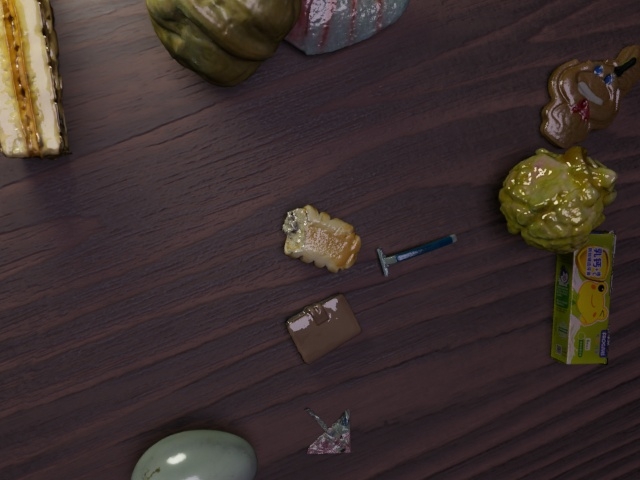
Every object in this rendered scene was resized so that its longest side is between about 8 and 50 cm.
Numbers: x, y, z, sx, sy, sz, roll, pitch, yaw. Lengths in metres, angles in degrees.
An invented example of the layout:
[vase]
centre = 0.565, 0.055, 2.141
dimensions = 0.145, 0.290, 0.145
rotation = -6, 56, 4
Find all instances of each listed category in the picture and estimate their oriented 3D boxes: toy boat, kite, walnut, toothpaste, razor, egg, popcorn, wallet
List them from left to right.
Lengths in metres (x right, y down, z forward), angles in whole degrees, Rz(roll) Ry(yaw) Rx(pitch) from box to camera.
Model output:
[egg]
centre = -0.259, 0.486, 1.463
dimensions = 0.264, 0.183, 0.182
rotation = -11, 98, -17
[walnut]
centre = -0.189, -0.453, 1.345
dimensions = 0.282, 0.253, 0.277
rotation = -42, 97, 3
[wallet]
centre = 0.006, 0.193, 1.569
dimensions = 0.153, 0.039, 0.118
rotation = -27, 103, -13
[kite]
centre = 0.018, 0.436, 1.611
dimensions = 0.139, 0.011, 0.156
rotation = -43, 103, -8
[toy boat]
centre = 0.049, -0.488, 1.484
dimensions = 0.282, 0.096, 0.206
rotation = 3, 100, -14
[razor]
centre = 0.226, 0.023, 1.603
dimensions = 0.191, 0.037, 0.068
rotation = -17, 98, -11
[popcorn]
centre = 0.532, -0.085, 1.569
dimensions = 0.259, 0.259, 0.212
rotation = -48, 139, -5
[toothpaste]
centre = 0.627, 0.136, 1.686
dimensions = 0.110, 0.077, 0.327
rotation = 1, 95, -11

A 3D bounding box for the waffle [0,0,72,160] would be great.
[waffle]
centre = -0.535, -0.331, 1.279
dimensions = 0.114, 0.261, 0.376
rotation = -8, 98, -17

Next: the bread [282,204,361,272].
[bread]
centre = 0.000, 0.000, 1.524
dimensions = 0.177, 0.084, 0.119
rotation = 24, 91, -15

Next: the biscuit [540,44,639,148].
[biscuit]
centre = 0.643, -0.353, 1.661
dimensions = 0.320, 0.047, 0.183
rotation = -31, 104, -10
